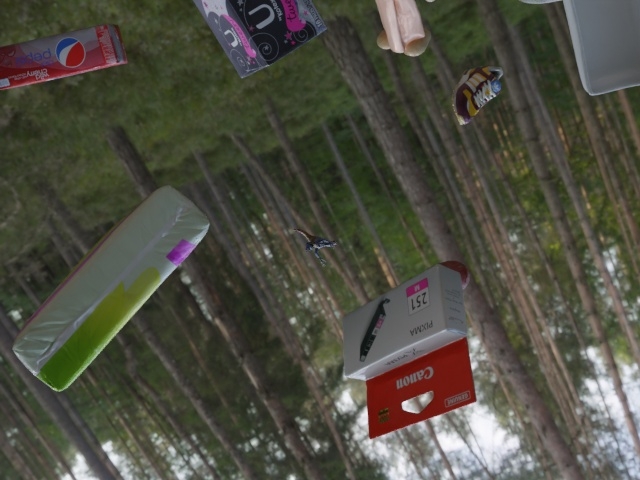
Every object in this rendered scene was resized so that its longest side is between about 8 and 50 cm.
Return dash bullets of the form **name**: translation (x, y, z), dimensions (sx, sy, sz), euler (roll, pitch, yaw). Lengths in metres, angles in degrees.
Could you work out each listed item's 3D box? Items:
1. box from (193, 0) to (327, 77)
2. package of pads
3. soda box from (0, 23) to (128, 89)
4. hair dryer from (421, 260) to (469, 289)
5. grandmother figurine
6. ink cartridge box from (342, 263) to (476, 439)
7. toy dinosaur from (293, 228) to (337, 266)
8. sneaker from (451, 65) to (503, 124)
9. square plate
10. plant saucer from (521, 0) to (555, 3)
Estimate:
- **box**: translation (-0.131, -0.435, 1.324), dimensions (0.142, 0.247, 0.163), euler (-38, -164, -16)
- **package of pads**: translation (-0.299, 0.059, 1.061), dimensions (0.296, 0.101, 0.229), euler (-49, -167, -13)
- **soda box**: translation (-0.541, -0.378, 1.538), dimensions (0.264, 0.083, 0.092), euler (-12, -166, 1)
- **hair dryer**: translation (0.262, 0.142, 1.743), dimensions (0.223, 0.293, 0.080), euler (-45, -116, -11)
- **grandmother figurine**: translation (0.135, -0.509, 1.472), dimensions (0.208, 0.342, 0.104), euler (15, -111, 29)
- **ink cartridge box**: translation (0.147, 0.205, 1.337), dimensions (0.275, 0.060, 0.238), euler (-35, -134, 43)
- **toy dinosaur**: translation (0.000, 0.000, 1.364), dimensions (0.047, 0.090, 0.082), euler (-32, -176, 15)
- **sneaker**: translation (0.340, -0.320, 1.603), dimensions (0.084, 0.069, 0.185), euler (-7, -138, 32)
- **square plate**: translation (0.672, -0.517, 1.732), dimensions (0.347, 0.343, 0.049), euler (-16, -177, -36)
- **plant saucer**: translation (0.531, -0.596, 1.391), dimensions (0.401, 0.100, 0.400), euler (-29, -155, 15)
